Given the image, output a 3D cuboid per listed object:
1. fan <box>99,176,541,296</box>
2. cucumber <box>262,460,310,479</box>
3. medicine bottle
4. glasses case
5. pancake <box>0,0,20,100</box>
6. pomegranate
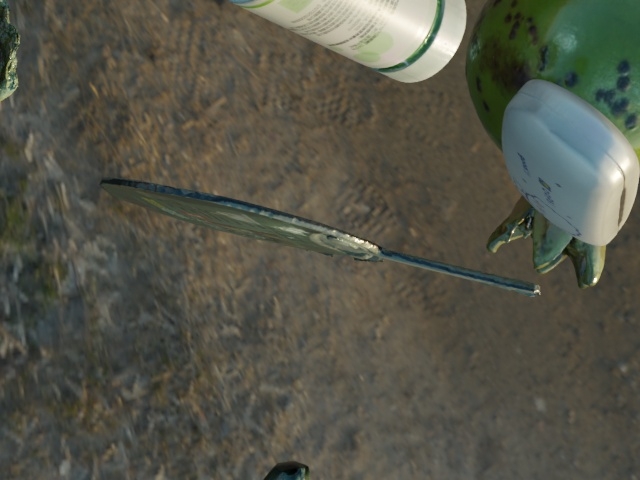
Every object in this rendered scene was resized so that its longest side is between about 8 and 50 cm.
[{"bbox_3d":[-0.018,-0.001,0.976,0.294,0.223,0.012,16,84,-14],"label":"fan"},{"bbox_3d":[-0.033,0.211,1.062,0.048,0.048,0.105,4,123,-17],"label":"cucumber"},{"bbox_3d":[0.014,-0.174,0.937,0.183,0.086,0.086,16,106,-47],"label":"medicine bottle"},{"bbox_3d":[0.145,-0.041,0.790,0.076,0.197,0.049,39,88,15],"label":"glasses case"},{"bbox_3d":[-0.290,-0.172,1.140,0.022,0.116,0.129,-11,84,-47],"label":"pancake"},{"bbox_3d":[0.222,-0.116,1.201,0.231,0.231,0.286,13,102,-20],"label":"pomegranate"}]
